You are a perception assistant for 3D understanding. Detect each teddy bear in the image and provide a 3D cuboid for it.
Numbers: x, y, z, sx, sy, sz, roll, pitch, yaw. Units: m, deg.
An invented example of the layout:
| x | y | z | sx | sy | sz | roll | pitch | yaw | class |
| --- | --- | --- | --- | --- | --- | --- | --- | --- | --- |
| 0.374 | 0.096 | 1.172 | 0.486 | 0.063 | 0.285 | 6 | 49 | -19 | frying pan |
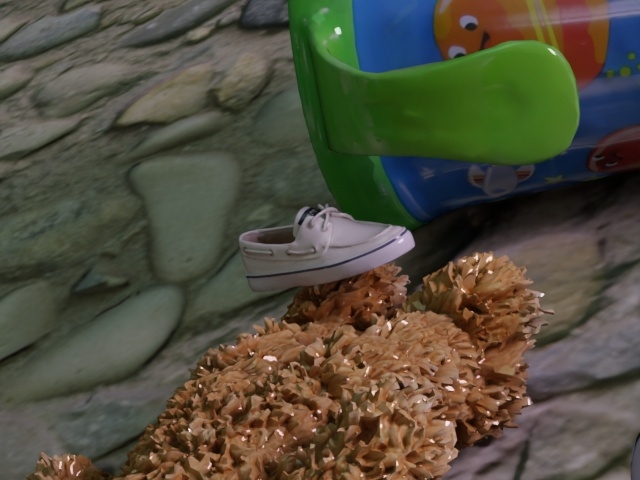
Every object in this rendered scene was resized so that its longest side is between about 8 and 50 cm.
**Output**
| x | y | z | sx | sy | sz | roll | pitch | yaw | class |
| --- | --- | --- | --- | --- | --- | --- | --- | --- | --- |
| -0.039 | 0.104 | 0.886 | 0.338 | 0.113 | 0.245 | -36 | 26 | -20 | teddy bear |

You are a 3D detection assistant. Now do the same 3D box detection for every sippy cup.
| x | y | z | sx | sy | sz | roll | pitch | yaw | class |
| --- | --- | --- | --- | --- | --- | --- | --- | --- | --- |
| 0.123 | -0.126 | 1.058 | 0.224 | 0.240 | 0.305 | -4 | 58 | 18 | sippy cup |

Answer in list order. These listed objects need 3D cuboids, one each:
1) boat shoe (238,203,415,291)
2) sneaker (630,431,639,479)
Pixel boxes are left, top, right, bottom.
| x | y | z | sx | sy | sz | roll | pitch | yaw | class |
| --- | --- | --- | --- | --- | --- | --- | --- | --- | --- |
| 0.000 | 0.000 | 0.971 | 0.100 | 0.035 | 0.035 | -10 | 16 | 41 | boat shoe |
| 0.216 | 0.109 | 0.722 | 0.224 | 0.083 | 0.098 | -11 | 51 | 35 | sneaker |
